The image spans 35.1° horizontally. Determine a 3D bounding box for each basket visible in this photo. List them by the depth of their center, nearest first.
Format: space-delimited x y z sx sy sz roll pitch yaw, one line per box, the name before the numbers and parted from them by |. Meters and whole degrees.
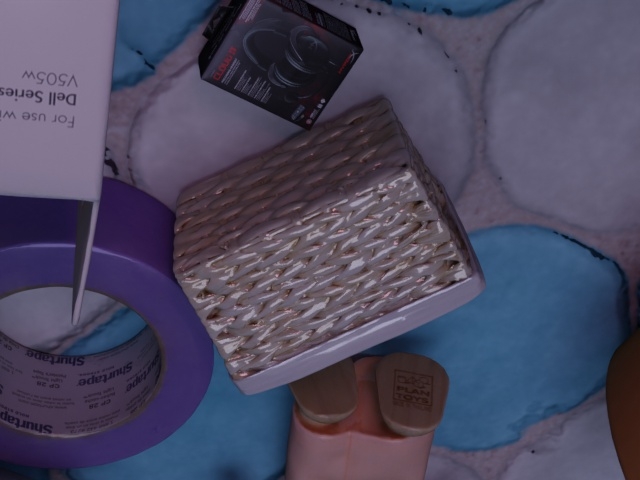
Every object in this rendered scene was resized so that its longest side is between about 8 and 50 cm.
basket | 0.000 0.000 0.624 0.167 0.113 0.103 -24 122 8

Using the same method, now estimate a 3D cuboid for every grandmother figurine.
grandmother figurine | 0.021 0.233 0.809 0.207 0.104 0.342 14 127 4

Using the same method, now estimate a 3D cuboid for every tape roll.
tape roll | -0.165 0.055 0.656 0.189 0.080 0.189 -4 126 -5

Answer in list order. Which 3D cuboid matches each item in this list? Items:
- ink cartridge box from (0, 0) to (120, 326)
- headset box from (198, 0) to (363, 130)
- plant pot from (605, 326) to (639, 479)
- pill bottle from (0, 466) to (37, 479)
ink cartridge box | -0.142 -0.158 0.426 0.119 0.207 0.353 4 124 -15
headset box | -0.027 -0.111 0.587 0.083 0.032 0.062 23 119 -25
plant pot | 0.332 0.123 0.680 0.203 0.291 0.291 -31 126 33
pill bottle | -0.298 0.341 0.648 0.224 0.224 0.392 23 79 -23
